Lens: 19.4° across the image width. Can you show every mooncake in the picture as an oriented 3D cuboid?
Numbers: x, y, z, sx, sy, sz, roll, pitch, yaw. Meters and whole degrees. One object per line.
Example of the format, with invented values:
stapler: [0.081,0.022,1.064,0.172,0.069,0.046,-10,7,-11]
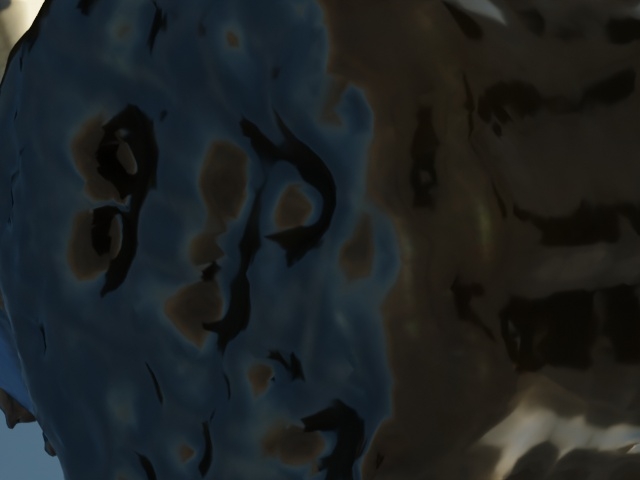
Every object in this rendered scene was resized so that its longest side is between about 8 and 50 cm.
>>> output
mooncake: [0.000,0.000,0.534,0.124,0.228,0.228,-9,-94,-36]

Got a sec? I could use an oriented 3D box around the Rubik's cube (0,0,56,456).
Rubik's cube: [-0.126,-0.192,0.798,0.363,0.362,0.359,-45,-30,-20]
